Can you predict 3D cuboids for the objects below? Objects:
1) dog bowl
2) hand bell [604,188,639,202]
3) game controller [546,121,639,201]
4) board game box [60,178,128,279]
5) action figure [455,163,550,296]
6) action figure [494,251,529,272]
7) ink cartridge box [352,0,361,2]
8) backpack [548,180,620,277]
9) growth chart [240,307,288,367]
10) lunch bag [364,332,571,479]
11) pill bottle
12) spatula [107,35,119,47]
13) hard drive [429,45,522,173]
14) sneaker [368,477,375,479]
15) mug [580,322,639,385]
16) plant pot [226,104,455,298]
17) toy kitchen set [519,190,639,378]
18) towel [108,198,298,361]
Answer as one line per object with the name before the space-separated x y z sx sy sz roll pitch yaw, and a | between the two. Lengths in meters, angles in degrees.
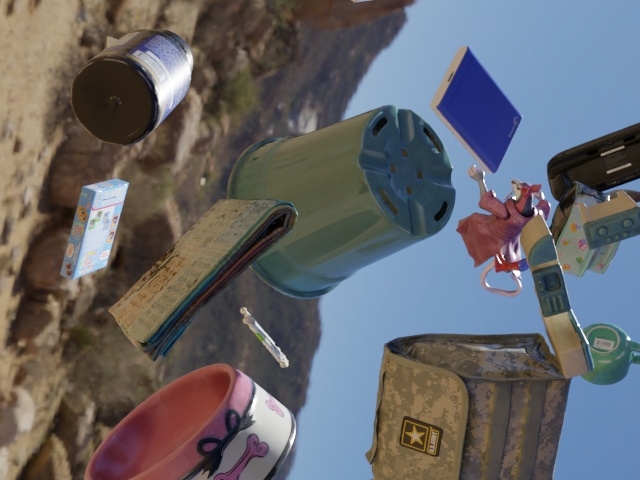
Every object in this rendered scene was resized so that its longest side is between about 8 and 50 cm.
dog bowl | -0.254 0.391 1.744 0.408 0.150 0.408 -31 -164 10
hand bell | 0.772 -0.104 2.198 0.126 0.242 0.126 -3 90 -86
game controller | 0.675 -0.185 2.165 0.067 0.319 0.166 52 26 -41
board game box | -0.510 -0.028 2.143 0.160 0.039 0.211 -33 142 -72
action figure | 0.510 -0.044 2.658 0.370 0.248 0.275 115 -18 -62
action figure | 0.577 0.007 2.358 0.091 0.280 0.139 -23 110 -68
ink cartridge box | 0.190 -0.494 1.729 0.206 0.208 0.045 -14 -86 47
backpack | 0.523 -0.011 1.888 0.188 0.144 0.165 -36 150 -62
growth chart | -0.130 0.229 2.223 0.021 0.172 0.237 -39 -172 -4
lunch bag | 0.221 0.275 1.479 0.169 0.287 0.235 -112 -156 -66
pill bottle | -0.250 -0.223 1.315 0.219 0.123 0.122 -70 177 -63
spatula | -0.419 -0.377 2.219 0.242 0.168 0.019 113 -10 -61
hard drive | 0.446 -0.366 2.683 0.040 0.319 0.210 9 -115 48
sneaker | 0.111 0.569 2.104 0.132 0.229 0.086 -170 -96 -67
mug | 0.660 0.248 2.176 0.129 0.158 0.097 58 -8 41
plant pot | 0.055 -0.086 1.818 0.334 0.341 0.341 -19 -126 46
toy kitchen set | 0.390 0.062 1.341 0.122 0.166 0.207 -94 164 -59
towel | -0.179 0.040 1.354 0.271 0.040 0.370 -45 -165 -12
